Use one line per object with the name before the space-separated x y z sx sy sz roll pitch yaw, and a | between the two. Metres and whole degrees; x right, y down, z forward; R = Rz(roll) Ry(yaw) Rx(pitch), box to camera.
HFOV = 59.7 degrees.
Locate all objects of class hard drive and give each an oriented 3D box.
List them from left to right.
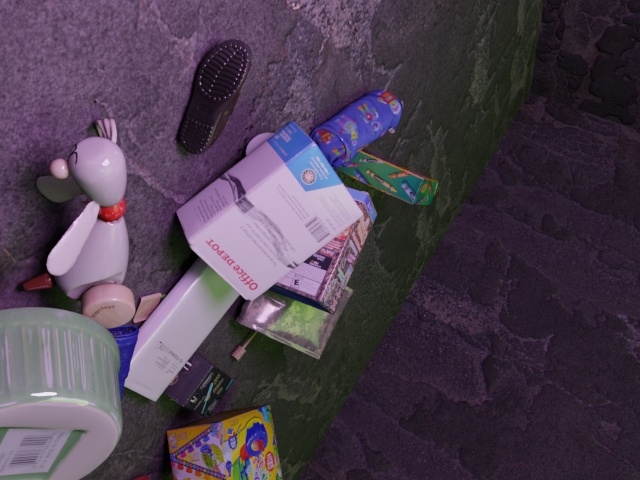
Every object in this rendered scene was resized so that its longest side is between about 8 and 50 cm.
hard drive | -0.317 0.192 1.287 0.353 0.047 0.233 -53 160 -18

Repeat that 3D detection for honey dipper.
honey dipper | -0.206 0.290 1.664 0.161 0.030 0.030 -50 154 -28

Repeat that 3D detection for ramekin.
ramekin | -0.443 0.255 0.823 0.303 0.148 0.303 -17 138 -17

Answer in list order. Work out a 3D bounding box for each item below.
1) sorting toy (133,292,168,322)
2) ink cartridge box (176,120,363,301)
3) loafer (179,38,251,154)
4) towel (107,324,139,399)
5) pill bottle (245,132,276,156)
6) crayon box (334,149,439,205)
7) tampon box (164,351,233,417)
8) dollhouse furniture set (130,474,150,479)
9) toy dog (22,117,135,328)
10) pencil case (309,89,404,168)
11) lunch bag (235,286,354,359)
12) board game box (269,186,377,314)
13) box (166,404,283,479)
sorting toy | -0.362 0.140 1.194 0.083 0.012 0.062 -13 130 -60
ink cartridge box | -0.103 -0.056 1.151 0.307 0.129 0.223 -38 131 1
loafer | -0.192 -0.265 1.026 0.220 0.080 0.078 -58 -179 16
towel | -0.481 0.292 1.041 0.227 0.076 0.308 -2 120 -46
pill bottle | -0.097 -0.151 1.277 0.117 0.117 0.208 -55 157 -15
crayon box | 0.187 -0.190 1.610 0.165 0.278 0.081 -4 119 -63
tampon box | -0.317 0.362 1.425 0.120 0.101 0.161 -54 155 -16
dollhouse furniture set | -0.413 0.796 1.381 0.201 0.374 0.152 -61 153 5
toy dog | -0.371 -0.009 0.831 0.161 0.220 0.334 -8 122 -24
pencil case | 0.103 -0.302 1.504 0.306 0.133 0.119 -40 -178 -38
lunch bag | -0.088 0.172 1.581 0.287 0.169 0.235 34 79 -36
board game box | -0.027 0.001 1.398 0.291 0.232 0.141 -65 158 -13
box | -0.262 0.644 1.593 0.290 0.177 0.279 13 64 -66
